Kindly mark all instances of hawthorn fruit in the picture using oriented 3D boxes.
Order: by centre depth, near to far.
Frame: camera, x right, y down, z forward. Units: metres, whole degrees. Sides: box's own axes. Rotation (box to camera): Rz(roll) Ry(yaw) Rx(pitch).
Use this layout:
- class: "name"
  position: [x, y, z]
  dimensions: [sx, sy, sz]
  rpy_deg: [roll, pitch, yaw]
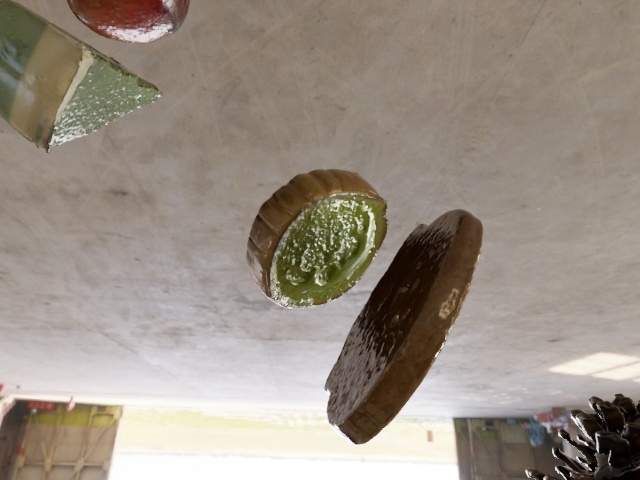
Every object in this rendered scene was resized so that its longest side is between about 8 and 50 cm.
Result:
- class: "hawthorn fruit"
  position: [-0.233, -0.340, 0.601]
  dimensions: [0.193, 0.157, 0.157]
  rpy_deg: [-5, 157, -11]

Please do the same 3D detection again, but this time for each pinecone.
- class: "pinecone"
  position: [0.446, 0.368, 0.703]
  dimensions: [0.246, 0.292, 0.246]
  rpy_deg: [26, 157, 12]

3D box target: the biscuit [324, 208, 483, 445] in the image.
- class: "biscuit"
  position: [0.090, 0.092, 0.531]
  dimensions: [0.049, 0.273, 0.257]
  rpy_deg: [33, 171, -2]

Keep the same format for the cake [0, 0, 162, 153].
- class: "cake"
  position: [-0.381, -0.296, 0.764]
  dimensions: [0.158, 0.284, 0.172]
  rpy_deg: [38, 130, 2]

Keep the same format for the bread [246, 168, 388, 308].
- class: "bread"
  position: [0.000, 0.000, 0.712]
  dimensions: [0.235, 0.070, 0.236]
  rpy_deg: [-22, 133, -26]
